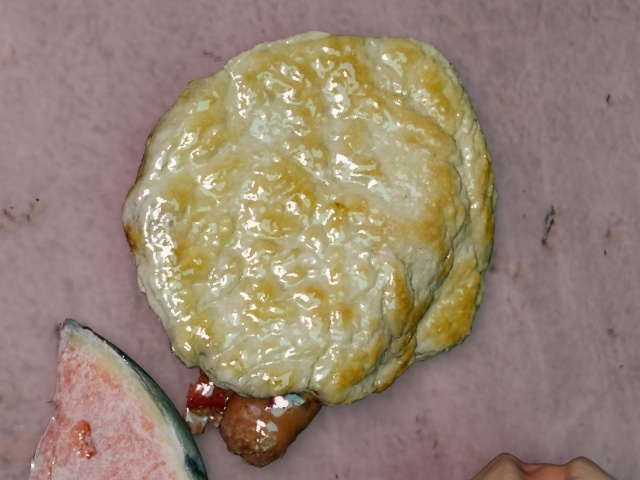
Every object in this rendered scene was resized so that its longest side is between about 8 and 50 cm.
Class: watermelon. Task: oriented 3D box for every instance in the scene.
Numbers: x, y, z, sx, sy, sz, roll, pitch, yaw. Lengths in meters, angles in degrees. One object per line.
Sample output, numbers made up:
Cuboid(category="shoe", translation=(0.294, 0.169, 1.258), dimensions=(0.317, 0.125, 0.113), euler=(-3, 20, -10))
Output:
Cuboid(category="watermelon", translation=(-0.136, 0.151, 1.068), dimensions=(0.139, 0.071, 0.187), euler=(-36, 72, 17))

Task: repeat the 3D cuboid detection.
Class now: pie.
Cuboid(category="pie", translation=(-0.001, -0.009, 1.097), dimensions=(0.274, 0.105, 0.257), euler=(-29, 106, -21))

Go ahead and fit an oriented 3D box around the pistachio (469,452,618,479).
Cuboid(category="pistachio", translation=(0.159, 0.331, 1.040), dimensions=(0.281, 0.445, 0.365), euler=(-5, 113, 7))
